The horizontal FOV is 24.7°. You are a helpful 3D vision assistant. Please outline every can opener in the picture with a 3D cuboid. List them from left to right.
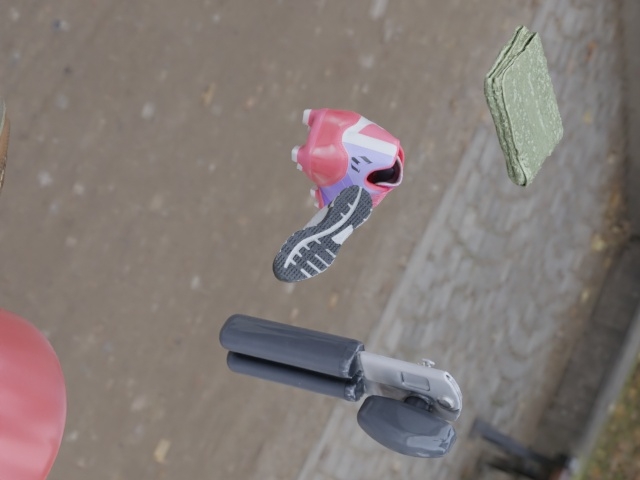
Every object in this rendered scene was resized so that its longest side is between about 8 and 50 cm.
[{"bbox_3d":[0.016,0.142,1.514,0.093,0.280,0.074,-52,145,-37],"label":"can opener"}]

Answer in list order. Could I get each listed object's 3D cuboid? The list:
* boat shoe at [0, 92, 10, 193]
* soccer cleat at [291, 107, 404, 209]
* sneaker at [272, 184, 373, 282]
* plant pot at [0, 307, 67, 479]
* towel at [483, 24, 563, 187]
[{"bbox_3d":[-0.275,0.027,0.950,0.104,0.111,0.307,69,31,-47],"label":"boat shoe"},{"bbox_3d":[0.040,-0.062,1.357,0.248,0.095,0.083,47,60,-74],"label":"soccer cleat"},{"bbox_3d":[0.000,0.000,1.216,0.109,0.040,0.044,-42,-178,-26],"label":"sneaker"},{"bbox_3d":[-0.431,0.154,1.451,0.243,0.275,0.275,40,72,-55],"label":"plant pot"},{"bbox_3d":[0.214,-0.141,1.544,0.110,0.027,0.148,-51,131,-37],"label":"towel"}]
